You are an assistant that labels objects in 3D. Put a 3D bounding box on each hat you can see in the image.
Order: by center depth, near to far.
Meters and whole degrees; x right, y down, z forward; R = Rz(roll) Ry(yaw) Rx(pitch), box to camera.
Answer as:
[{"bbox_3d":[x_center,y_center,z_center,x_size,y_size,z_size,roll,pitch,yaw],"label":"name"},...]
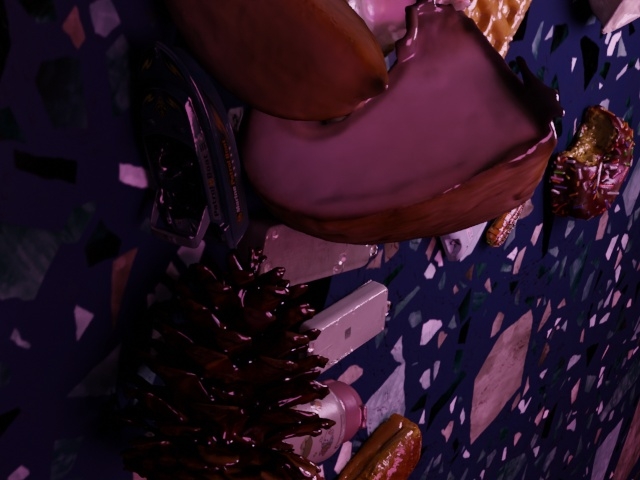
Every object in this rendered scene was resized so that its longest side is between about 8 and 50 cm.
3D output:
[{"bbox_3d":[0.513,-0.495,1.692,0.219,0.164,0.226,-20,85,-49],"label":"hat"}]

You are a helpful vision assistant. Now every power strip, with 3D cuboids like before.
[{"bbox_3d":[0.000,0.000,1.266,0.288,0.053,0.093,-13,118,-52],"label":"power strip"},{"bbox_3d":[0.034,0.126,1.407,0.192,0.035,0.081,-29,131,-44],"label":"power strip"}]

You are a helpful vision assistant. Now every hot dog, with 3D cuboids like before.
[{"bbox_3d":[0.333,-0.035,1.737,0.122,0.037,0.049,-55,148,-16],"label":"hot dog"}]

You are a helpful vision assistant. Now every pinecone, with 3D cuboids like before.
[{"bbox_3d":[-0.099,0.150,1.070,0.246,0.246,0.292,24,75,-57],"label":"pinecone"}]

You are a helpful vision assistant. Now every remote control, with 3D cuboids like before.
[{"bbox_3d":[0.287,-0.099,1.621,0.293,0.051,0.103,-54,145,-19],"label":"remote control"}]

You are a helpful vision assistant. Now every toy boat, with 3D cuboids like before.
[{"bbox_3d":[-0.136,-0.091,0.981,0.103,0.093,0.246,-49,144,-38],"label":"toy boat"}]

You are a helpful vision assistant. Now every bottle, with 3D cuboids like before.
[{"bbox_3d":[-0.036,0.248,1.304,0.253,0.120,0.120,-5,113,-55],"label":"bottle"}]

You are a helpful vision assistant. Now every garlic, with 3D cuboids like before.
[{"bbox_3d":[-0.063,-0.265,0.903,0.151,0.196,0.338,-47,117,-25],"label":"garlic"}]

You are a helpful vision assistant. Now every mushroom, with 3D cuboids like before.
[{"bbox_3d":[0.087,-0.074,1.172,0.313,0.224,0.397,-30,165,-4],"label":"mushroom"}]

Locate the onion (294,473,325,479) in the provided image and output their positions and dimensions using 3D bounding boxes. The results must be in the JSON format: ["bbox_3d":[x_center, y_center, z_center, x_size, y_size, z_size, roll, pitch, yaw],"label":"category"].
[{"bbox_3d":[-0.043,0.466,1.349,0.281,0.221,0.281,-8,110,-24],"label":"onion"}]

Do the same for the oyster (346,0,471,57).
[{"bbox_3d":[0.090,-0.331,1.175,0.354,0.107,0.201,-27,111,-29],"label":"oyster"}]

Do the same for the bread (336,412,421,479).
[{"bbox_3d":[0.078,0.419,1.606,0.271,0.077,0.139,-45,144,-35],"label":"bread"}]

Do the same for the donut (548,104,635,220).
[{"bbox_3d":[0.534,-0.138,1.908,0.230,0.096,0.216,-44,140,-33],"label":"donut"}]

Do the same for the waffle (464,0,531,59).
[{"bbox_3d":[0.224,-0.345,1.381,0.248,0.055,0.221,-62,147,-9],"label":"waffle"}]
